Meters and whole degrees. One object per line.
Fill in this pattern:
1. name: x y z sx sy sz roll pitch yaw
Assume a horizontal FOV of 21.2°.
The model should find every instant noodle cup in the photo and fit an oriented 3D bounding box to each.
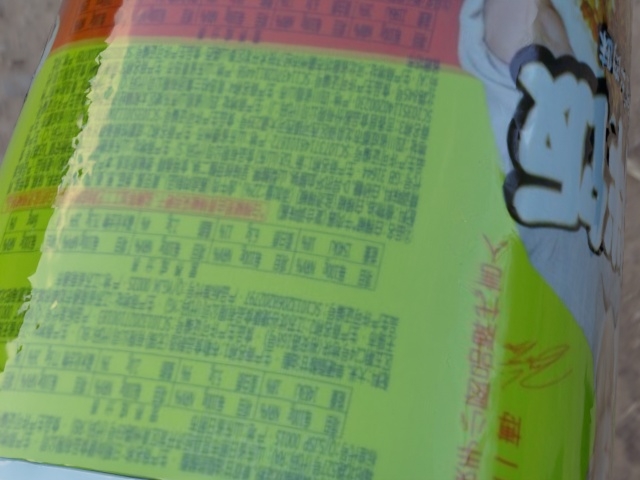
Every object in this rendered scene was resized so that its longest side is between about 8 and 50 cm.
1. instant noodle cup: 0.000 0.000 0.652 0.294 0.294 0.307 11 71 -1
